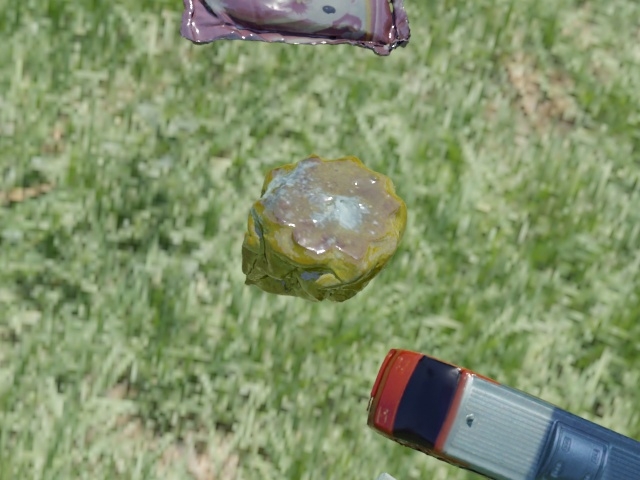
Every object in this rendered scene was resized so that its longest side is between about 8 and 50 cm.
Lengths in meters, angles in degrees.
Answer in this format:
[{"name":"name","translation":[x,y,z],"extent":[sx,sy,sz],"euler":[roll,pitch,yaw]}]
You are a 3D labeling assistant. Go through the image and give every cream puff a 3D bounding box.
[{"name":"cream puff","translation":[0.000,0.000,1.534],"extent":[0.146,0.116,0.146],"euler":[7,53,-10]}]

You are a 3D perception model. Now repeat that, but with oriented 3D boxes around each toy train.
[{"name":"toy train","translation":[0.238,0.205,1.547],"extent":[0.409,0.089,0.086],"euler":[24,82,-17]}]

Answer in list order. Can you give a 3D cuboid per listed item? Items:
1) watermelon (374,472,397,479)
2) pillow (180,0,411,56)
[{"name":"watermelon","translation":[0.089,0.364,1.717],"extent":[0.310,0.232,0.193],"euler":[30,85,35]},{"name":"pillow","translation":[-0.019,-0.171,0.860],"extent":[0.118,0.043,0.185],"euler":[2,65,-10]}]
